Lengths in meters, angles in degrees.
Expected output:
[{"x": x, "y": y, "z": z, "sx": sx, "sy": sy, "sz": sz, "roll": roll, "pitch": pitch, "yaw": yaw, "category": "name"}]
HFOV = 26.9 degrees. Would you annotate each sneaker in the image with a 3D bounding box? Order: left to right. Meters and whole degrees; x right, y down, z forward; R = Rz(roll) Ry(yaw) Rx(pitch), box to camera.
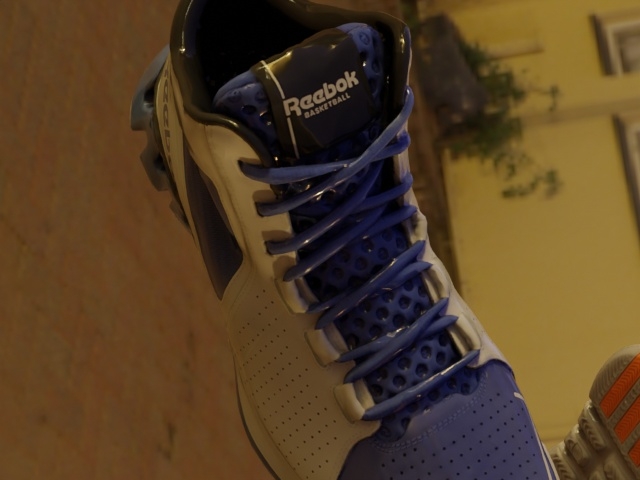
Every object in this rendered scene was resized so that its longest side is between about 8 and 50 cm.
[{"x": -0.001, "y": -0.001, "z": 0.632, "sx": 0.315, "sy": 0.127, "sz": 0.182, "roll": 60, "pitch": -14, "yaw": 14, "category": "sneaker"}, {"x": 0.260, "y": 0.182, "z": 1.022, "sx": 0.125, "sy": 0.180, "sz": 0.321, "roll": 66, "pitch": -32, "yaw": 29, "category": "sneaker"}]
